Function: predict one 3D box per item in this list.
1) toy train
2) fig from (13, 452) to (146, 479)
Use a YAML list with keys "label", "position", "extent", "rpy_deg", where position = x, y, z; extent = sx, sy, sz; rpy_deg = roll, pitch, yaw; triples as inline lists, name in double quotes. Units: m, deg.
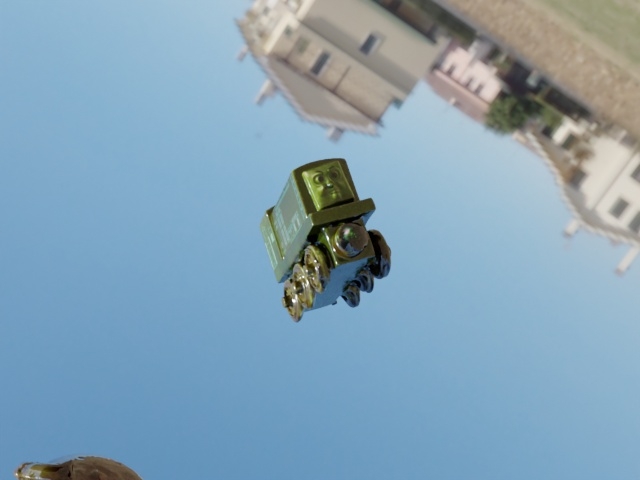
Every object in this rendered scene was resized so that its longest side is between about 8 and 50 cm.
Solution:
- label: "toy train"
  position: [0.000, 0.000, 1.129]
  extent: [0.225, 0.090, 0.137]
  rpy_deg: [125, 129, -67]
- label: "fig"
  position: [-0.288, 0.333, 1.277]
  extent: [0.205, 0.205, 0.205]
  rpy_deg: [32, -167, -8]
